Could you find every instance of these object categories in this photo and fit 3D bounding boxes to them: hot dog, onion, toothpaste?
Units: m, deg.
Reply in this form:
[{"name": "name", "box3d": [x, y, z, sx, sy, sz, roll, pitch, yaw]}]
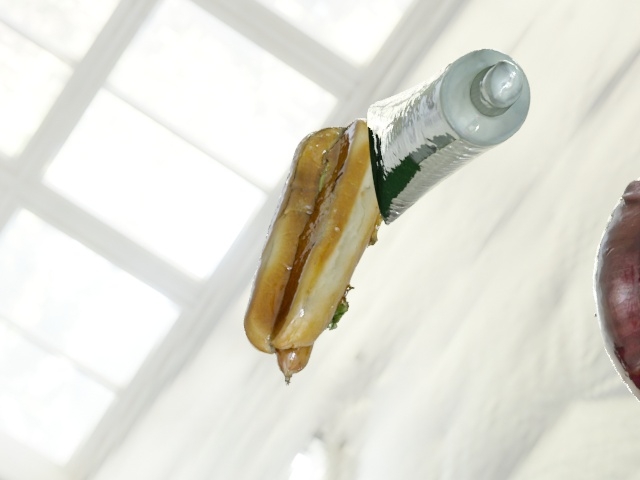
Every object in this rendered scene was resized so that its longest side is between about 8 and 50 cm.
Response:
[{"name": "hot dog", "box3d": [0.000, 0.000, 1.632, 0.109, 0.072, 0.269, -9, -127, 44]}, {"name": "onion", "box3d": [0.403, 0.058, 1.730, 0.232, 0.314, 0.314, -30, -151, 60]}, {"name": "toothpaste", "box3d": [0.082, -0.078, 1.330, 0.392, 0.061, 0.098, 151, -67, -79]}]
